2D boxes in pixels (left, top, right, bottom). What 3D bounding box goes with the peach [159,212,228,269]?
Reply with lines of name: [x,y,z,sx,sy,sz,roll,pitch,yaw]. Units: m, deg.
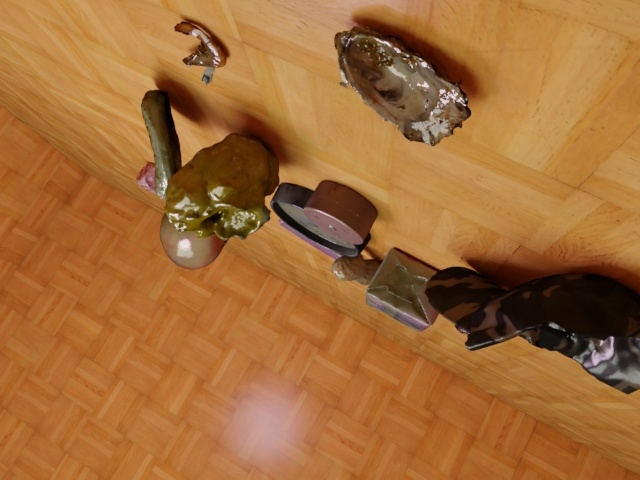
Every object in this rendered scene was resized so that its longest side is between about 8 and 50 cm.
peach: [-0.447,-0.034,1.858,0.248,0.292,0.292,7,174,-16]

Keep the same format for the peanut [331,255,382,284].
peanut: [0.109,0.082,1.453,0.187,0.082,0.082,16,180,-40]

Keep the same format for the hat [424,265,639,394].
hat: [0.387,0.108,0.929,0.366,0.257,0.381,19,-150,-25]

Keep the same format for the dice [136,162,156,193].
dice: [-0.642,-0.237,1.985,0.093,0.091,0.094,39,166,-34]

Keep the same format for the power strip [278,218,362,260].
power strip: [0.000,0.000,1.563,0.279,0.037,0.109,32,167,-9]

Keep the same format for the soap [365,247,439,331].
soap: [0.225,0.135,1.341,0.182,0.138,0.199,29,168,11]

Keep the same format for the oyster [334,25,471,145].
oyster: [0.089,-0.180,0.588,0.177,0.056,0.105,29,156,2]

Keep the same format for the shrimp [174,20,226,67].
shrimp: [-0.201,-0.307,0.824,0.091,0.025,0.127,39,161,-35]

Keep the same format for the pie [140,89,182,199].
pie: [-0.342,-0.212,1.124,0.054,0.240,0.240,-6,171,-8]

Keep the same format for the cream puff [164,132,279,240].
cream puff: [-0.192,-0.091,1.079,0.185,0.282,0.282,52,166,-4]

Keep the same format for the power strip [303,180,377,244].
power strip: [0.044,-0.057,1.133,0.154,0.078,0.154,28,167,7]

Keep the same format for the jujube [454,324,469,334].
jujube: [0.413,0.218,1.383,0.077,0.077,0.129,34,166,-16]

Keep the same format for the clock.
clock: [-0.004,-0.048,1.339,0.281,0.055,0.280,28,167,7]

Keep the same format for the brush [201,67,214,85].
brush: [-0.199,-0.292,0.909,0.016,0.013,0.084,35,166,-13]
